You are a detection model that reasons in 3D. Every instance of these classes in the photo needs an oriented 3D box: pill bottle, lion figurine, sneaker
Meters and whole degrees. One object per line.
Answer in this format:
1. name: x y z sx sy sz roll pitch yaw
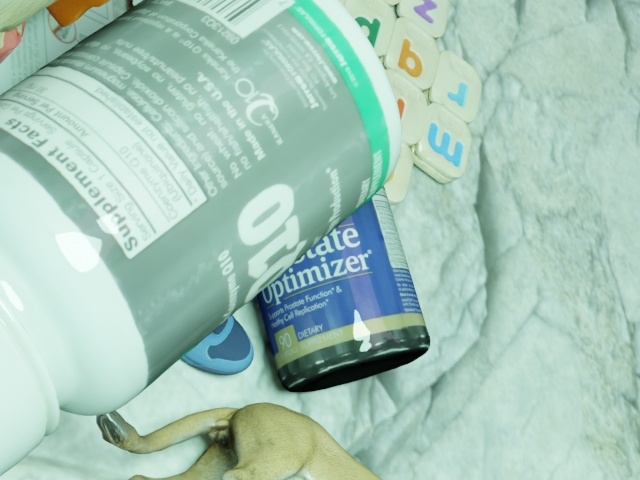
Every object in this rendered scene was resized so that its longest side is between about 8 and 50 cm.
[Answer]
1. pill bottle: 0.000 0.000 1.168 0.123 0.123 0.219 -5 73 -41
2. lion figurine: 0.019 0.215 1.070 0.392 0.142 0.240 47 24 -5
3. pill bottle: -0.134 -0.019 0.958 0.361 0.204 0.204 -40 98 -28
4. sneaker: -0.098 0.043 1.109 0.144 0.059 0.053 47 45 -14

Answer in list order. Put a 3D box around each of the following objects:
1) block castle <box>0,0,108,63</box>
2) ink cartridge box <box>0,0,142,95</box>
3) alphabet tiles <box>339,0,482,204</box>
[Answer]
1. block castle: -0.200 -0.312 0.986 0.303 0.213 0.453 54 32 -16
2. ink cartridge box: -0.272 -0.184 1.078 0.385 0.091 0.308 21 56 -52
3. alphabet tiles: 0.032 -0.174 1.346 0.284 0.021 0.278 33 49 -24
